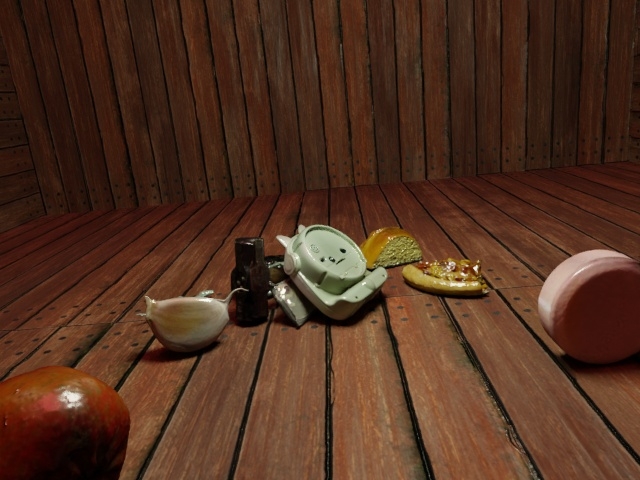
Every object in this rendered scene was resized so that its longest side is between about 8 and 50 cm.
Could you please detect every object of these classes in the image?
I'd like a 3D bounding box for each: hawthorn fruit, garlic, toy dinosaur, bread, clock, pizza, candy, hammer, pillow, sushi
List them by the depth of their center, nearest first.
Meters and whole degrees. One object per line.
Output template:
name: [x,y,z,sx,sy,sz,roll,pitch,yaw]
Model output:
hawthorn fruit: [-0.467,0.318,0.819,0.300,0.254,0.254,13,22,21]
candy: [0.603,0.137,1.093,0.255,0.255,0.094,-6,15,0]
garlic: [-0.314,0.214,1.343,0.266,0.148,0.128,-11,47,-16]
clock: [0.022,0.068,1.512,0.324,0.109,0.265,43,35,12]
pillow: [-0.046,0.153,1.525,0.059,0.169,0.255,-41,-9,37]
hammer: [-0.096,0.109,1.589,0.095,0.242,0.408,1,2,44]
toy dinosaur: [-0.450,0.204,1.604,0.242,0.053,0.167,-11,15,-16]
pizza: [0.412,0.101,1.610,0.228,0.081,0.289,-18,18,-39]
sushi: [-0.180,0.116,1.685,0.225,0.124,0.127,-14,18,-25]
bread: [0.253,0.019,1.859,0.260,0.134,0.129,-12,18,-21]

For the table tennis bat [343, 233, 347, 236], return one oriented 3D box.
table tennis bat: [0.000,0.000,2.210,0.244,0.040,0.153,-4,14,23]
